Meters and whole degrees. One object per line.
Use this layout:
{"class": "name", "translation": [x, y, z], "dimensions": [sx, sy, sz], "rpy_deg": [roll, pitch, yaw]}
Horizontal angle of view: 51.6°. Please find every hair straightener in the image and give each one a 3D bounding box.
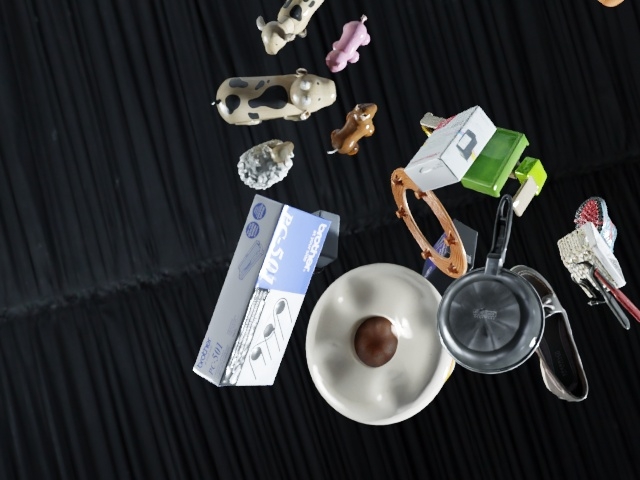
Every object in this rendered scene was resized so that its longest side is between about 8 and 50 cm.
{"class": "hair straightener", "translation": [0.728, 0.143, 1.726], "dimensions": [0.089, 0.230, 0.047], "rpy_deg": [-44, -179, 37]}

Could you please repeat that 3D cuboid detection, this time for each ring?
{"class": "ring", "translation": [0.278, -0.041, 1.774], "dimensions": [0.032, 0.336, 0.336], "rpy_deg": [-31, 179, -8]}

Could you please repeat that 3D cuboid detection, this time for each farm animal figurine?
{"class": "farm animal figurine", "translation": [-0.053, -0.291, 1.206], "dimensions": [0.326, 0.330, 0.172], "rpy_deg": [-20, -175, 13]}

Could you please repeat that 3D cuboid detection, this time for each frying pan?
{"class": "frying pan", "translation": [0.335, 0.085, 1.204], "dimensions": [0.197, 0.326, 0.053], "rpy_deg": [30, 180, 32]}

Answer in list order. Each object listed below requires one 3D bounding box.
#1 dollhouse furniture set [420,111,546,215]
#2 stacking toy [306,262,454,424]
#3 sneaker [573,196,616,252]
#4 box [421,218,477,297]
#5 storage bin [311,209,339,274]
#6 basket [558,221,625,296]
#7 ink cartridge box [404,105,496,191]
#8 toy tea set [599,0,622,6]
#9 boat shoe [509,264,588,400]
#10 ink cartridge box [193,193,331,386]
{"class": "dollhouse furniture set", "translation": [0.368, -0.181, 1.635], "dimensions": [0.301, 0.151, 0.197], "rpy_deg": [26, 170, 42]}
{"class": "stacking toy", "translation": [0.218, 0.264, 1.611], "dimensions": [0.350, 0.351, 0.480], "rpy_deg": [-16, 160, 27]}
{"class": "sneaker", "translation": [0.926, -0.037, 2.216], "dimensions": [0.125, 0.262, 0.104], "rpy_deg": [-30, -149, -32]}
{"class": "box", "translation": [0.420, 0.069, 2.183], "dimensions": [0.184, 0.103, 0.261], "rpy_deg": [-61, 179, 29]}
{"class": "storage bin", "translation": [0.000, 0.000, 1.480], "dimensions": [0.098, 0.135, 0.091], "rpy_deg": [15, 159, -29]}
{"class": "basket", "translation": [0.728, 0.055, 1.788], "dimensions": [0.103, 0.167, 0.113], "rpy_deg": [-30, -155, 27]}
{"class": "ink cartridge box", "translation": [0.282, -0.198, 1.450], "dimensions": [0.175, 0.072, 0.127], "rpy_deg": [-52, -162, -25]}
{"class": "toy tea set", "translation": [0.613, -0.667, 1.532], "dimensions": [0.336, 0.200, 0.124], "rpy_deg": [4, 162, -15]}
{"class": "boat shoe", "translation": [0.531, 0.213, 1.522], "dimensions": [0.112, 0.335, 0.095], "rpy_deg": [-24, -174, -6]}
{"class": "ink cartridge box", "translation": [-0.064, 0.060, 0.748], "dimensions": [0.046, 0.207, 0.097], "rpy_deg": [21, -178, 34]}
